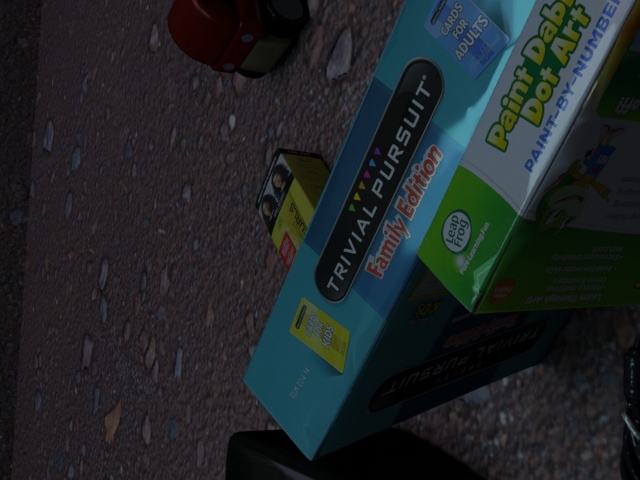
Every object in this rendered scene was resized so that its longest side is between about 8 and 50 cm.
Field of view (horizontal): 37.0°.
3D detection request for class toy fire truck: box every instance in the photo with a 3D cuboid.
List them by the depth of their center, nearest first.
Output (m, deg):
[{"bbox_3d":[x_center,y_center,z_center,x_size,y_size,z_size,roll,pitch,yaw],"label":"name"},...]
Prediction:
[{"bbox_3d":[-0.149,-0.330,1.134,0.158,0.246,0.217,-43,49,51],"label":"toy fire truck"}]

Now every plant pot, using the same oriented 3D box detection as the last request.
[{"bbox_3d":[0.040,0.258,0.783,0.167,0.188,0.187,0,85,50],"label":"plant pot"}]

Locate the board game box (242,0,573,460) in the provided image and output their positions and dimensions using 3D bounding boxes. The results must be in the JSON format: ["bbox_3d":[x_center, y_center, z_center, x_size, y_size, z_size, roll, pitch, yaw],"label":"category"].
[{"bbox_3d":[0.117,-0.040,0.589,0.079,0.253,0.336,44,126,30],"label":"board game box"}]

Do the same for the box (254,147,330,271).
[{"bbox_3d":[0.000,0.000,1.007,0.087,0.058,0.232,-65,35,30],"label":"box"}]

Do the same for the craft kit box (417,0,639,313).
[{"bbox_3d":[0.197,-0.078,0.463,0.061,0.250,0.247,47,126,44],"label":"craft kit box"}]

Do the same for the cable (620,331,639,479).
[{"bbox_3d":[0.242,0.133,0.561,0.184,0.047,0.151,28,110,59],"label":"cable"}]
